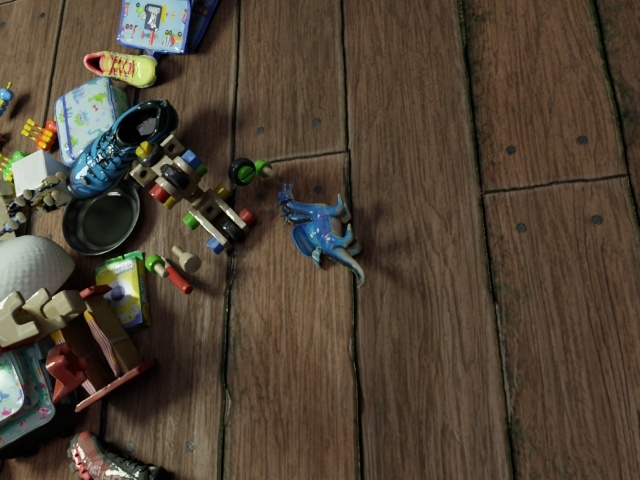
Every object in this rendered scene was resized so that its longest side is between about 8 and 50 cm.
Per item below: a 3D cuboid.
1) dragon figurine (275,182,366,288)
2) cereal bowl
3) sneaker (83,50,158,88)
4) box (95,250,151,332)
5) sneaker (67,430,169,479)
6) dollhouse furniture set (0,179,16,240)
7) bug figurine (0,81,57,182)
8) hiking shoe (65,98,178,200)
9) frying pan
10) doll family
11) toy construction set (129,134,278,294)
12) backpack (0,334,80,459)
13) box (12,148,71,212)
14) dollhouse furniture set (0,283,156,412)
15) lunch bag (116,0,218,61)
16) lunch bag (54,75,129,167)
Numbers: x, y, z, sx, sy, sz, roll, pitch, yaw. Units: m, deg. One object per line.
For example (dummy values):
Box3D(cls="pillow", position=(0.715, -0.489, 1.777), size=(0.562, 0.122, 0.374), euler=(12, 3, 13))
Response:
Box3D(cls="dragon figurine", position=(0.000, 0.000, 1.244), size=(0.144, 0.085, 0.289), euler=(-24, 61, 10))
Box3D(cls="cereal bowl", position=(-0.687, 0.100, 1.286), size=(0.339, 0.141, 0.339), euler=(-30, 22, 14))
Box3D(cls="sneaker", position=(-0.492, -0.422, 1.534), size=(0.209, 0.094, 0.081), euler=(11, 99, 25))
Box3D(cls="box", position=(-0.431, 0.111, 1.361), size=(0.105, 0.043, 0.179), euler=(-18, 65, 10))
Box3D(cls="sneaker", position=(-0.367, 0.452, 1.187), size=(0.135, 0.097, 0.276), euler=(-46, 67, -3))
Box3D(cls="dollhouse furniture set", position=(-0.852, 0.024, 1.507), size=(0.304, 0.198, 0.286), euler=(-20, 95, -21))
Box3D(cls="bug figurine", position=(-0.781, -0.268, 1.589), size=(0.279, 0.072, 0.216), euler=(33, 89, 20))
Box3D(cls="hiking shoe", position=(-0.448, -0.207, 1.364), size=(0.304, 0.132, 0.113), euler=(-45, 94, -1))
Box3D(cls="frying pan", position=(-0.478, -0.114, 1.452), size=(0.197, 0.053, 0.326), euler=(14, 73, 20))
Box3D(cls="doll family", position=(-0.630, -0.078, 1.361), size=(0.193, 0.076, 0.111), euler=(-38, 20, -34))
Box3D(cls="toy construction set", position=(-0.297, -0.076, 1.323), size=(0.237, 0.258, 0.308), euler=(33, 104, 42))
Box3D(cls="backpack", position=(-0.639, 0.298, 1.285), size=(0.225, 0.191, 0.253), euler=(-30, 60, 6))
Box3D(cls="box", position=(-0.660, -0.141, 1.488), size=(0.087, 0.101, 0.101), euler=(-24, 66, 7))
Box3D(cls="dollhouse furniture set", position=(-0.463, 0.206, 1.130), size=(0.152, 0.374, 0.201), euler=(-32, 86, 2))
Box3D(cls="lunch bag", position=(-0.383, -0.591, 1.572), size=(0.221, 0.138, 0.293), euler=(15, 89, 22))
Box3D(cls="lunch bag", position=(-0.551, -0.276, 1.514), size=(0.176, 0.090, 0.218), euler=(-21, 65, 12))
